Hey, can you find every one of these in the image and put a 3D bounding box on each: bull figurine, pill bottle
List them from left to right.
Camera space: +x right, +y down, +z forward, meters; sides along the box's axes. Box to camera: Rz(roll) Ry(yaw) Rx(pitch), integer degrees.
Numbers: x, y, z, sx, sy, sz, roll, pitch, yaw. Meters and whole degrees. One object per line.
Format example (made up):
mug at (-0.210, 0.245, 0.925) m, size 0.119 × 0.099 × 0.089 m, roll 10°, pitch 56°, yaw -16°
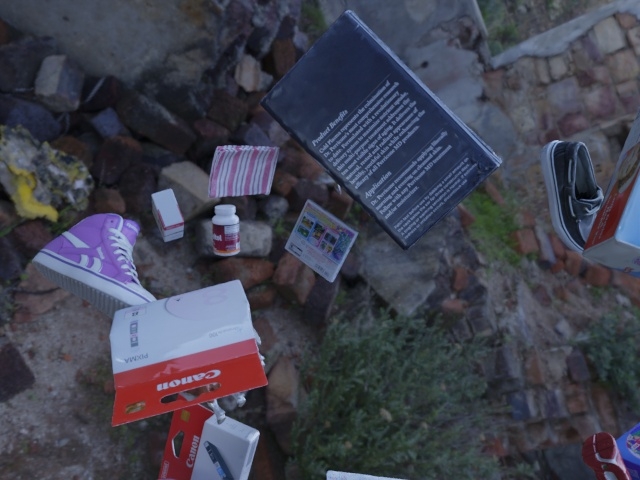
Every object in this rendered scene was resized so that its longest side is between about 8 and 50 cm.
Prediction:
bull figurine at (-0.242, 0.291, 1.354) m, size 0.188 × 0.310 × 0.101 m, roll 36°, pitch 25°, yaw 25°
pill bottle at (-0.301, -0.034, 1.887) m, size 0.086 × 0.086 × 0.152 m, roll -38°, pitch 131°, yaw -65°

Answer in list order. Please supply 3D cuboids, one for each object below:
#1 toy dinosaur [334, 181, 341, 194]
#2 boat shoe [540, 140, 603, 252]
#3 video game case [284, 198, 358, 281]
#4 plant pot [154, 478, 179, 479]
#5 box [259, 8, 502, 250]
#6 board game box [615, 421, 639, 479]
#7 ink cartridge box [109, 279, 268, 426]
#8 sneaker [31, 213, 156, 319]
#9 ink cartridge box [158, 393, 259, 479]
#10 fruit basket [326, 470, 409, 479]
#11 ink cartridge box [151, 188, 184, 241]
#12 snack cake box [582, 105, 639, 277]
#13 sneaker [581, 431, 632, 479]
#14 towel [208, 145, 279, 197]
toy dinosaur at (0.078, -0.263, 2.028) m, size 0.064 × 0.211 × 0.112 m, roll 17°, pitch 9°, yaw -15°
boat shoe at (0.688, -0.108, 1.586) m, size 0.121 × 0.119 × 0.335 m, roll -36°, pitch 111°, yaw -22°
video game case at (0.000, 0.000, 1.441) m, size 0.157 × 0.143 × 0.019 m, roll 36°, pitch 21°, yaw 25°
plant pot at (-0.391, 0.733, 1.480) m, size 0.201 × 0.201 × 0.180 m, roll -69°, pitch 154°, yaw -56°
box at (0.151, -0.258, 1.502) m, size 0.472 × 0.297 × 0.480 m, roll 47°, pitch 9°, yaw 1°
board game box at (0.903, 0.531, 1.415) m, size 0.347 × 0.233 × 0.078 m, roll 4°, pitch -63°, yaw 68°
ink cartridge box at (-0.179, 0.134, 0.782) m, size 0.232 × 0.189 × 0.066 m, roll -138°, pitch -144°, yaw -72°
sneaker at (-0.339, 0.032, 0.986) m, size 0.161 × 0.282 × 0.102 m, roll -49°, pitch 147°, yaw -29°
ink cartridge box at (-0.320, 0.599, 1.598) m, size 0.066 × 0.261 × 0.296 m, roll -25°, pitch 133°, yaw -68°
fruit basket at (0.162, 0.729, 1.401) m, size 0.353 × 0.165 × 0.327 m, roll 24°, pitch 46°, yaw -35°
ink cartridge box at (-0.454, -0.071, 1.763) m, size 0.109 × 0.063 × 0.150 m, roll 66°, pitch -20°, yaw 11°
snack cake box at (0.458, -0.092, 0.795) m, size 0.152 × 0.089 × 0.264 m, roll 48°, pitch 65°, yaw -79°
sneaker at (0.683, 0.554, 1.375) m, size 0.128 × 0.087 × 0.221 m, roll 56°, pitch 23°, yaw -7°
towel at (-0.203, -0.182, 1.590) m, size 0.197 × 0.144 × 0.029 m, roll -7°, pitch 34°, yaw -37°
